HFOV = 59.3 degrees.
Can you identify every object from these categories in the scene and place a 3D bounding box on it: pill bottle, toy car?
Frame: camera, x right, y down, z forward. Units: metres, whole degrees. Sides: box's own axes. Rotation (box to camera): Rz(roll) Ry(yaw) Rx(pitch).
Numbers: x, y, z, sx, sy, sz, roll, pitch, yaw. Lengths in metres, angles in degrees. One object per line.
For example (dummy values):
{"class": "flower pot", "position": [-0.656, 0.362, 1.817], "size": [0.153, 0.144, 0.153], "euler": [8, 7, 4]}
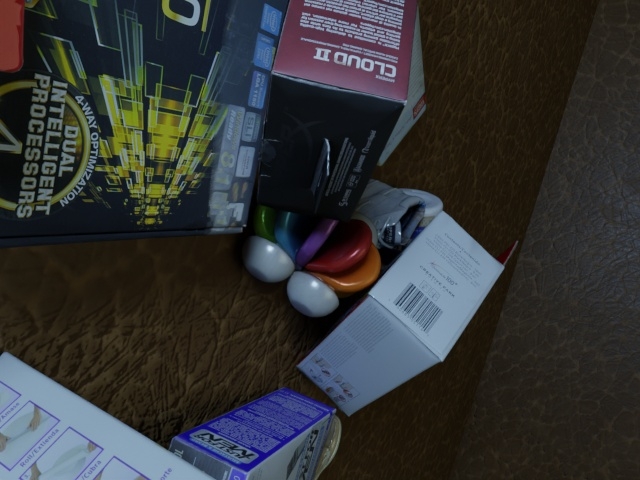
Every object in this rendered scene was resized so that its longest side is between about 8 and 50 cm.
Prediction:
{"class": "pill bottle", "position": [0.159, 0.007, 1.053], "size": [0.112, 0.112, 0.186], "euler": [-29, 131, -50]}
{"class": "toy car", "position": [0.000, 0.000, 0.728], "size": [0.182, 0.136, 0.159], "euler": [40, 66, -11]}

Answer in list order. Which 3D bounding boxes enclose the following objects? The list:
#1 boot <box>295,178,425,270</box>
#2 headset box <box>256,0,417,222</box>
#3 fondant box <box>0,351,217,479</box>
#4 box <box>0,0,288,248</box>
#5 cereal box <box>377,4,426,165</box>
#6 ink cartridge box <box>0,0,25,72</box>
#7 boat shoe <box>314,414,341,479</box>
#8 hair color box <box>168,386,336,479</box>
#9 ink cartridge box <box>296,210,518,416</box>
{"class": "boot", "position": [0.067, -0.022, 0.875], "size": [0.258, 0.123, 0.095], "euler": [-40, 137, -42]}
{"class": "headset box", "position": [0.014, -0.172, 0.554], "size": [0.218, 0.110, 0.293], "euler": [111, -11, -64]}
{"class": "fondant box", "position": [-0.146, 0.249, 0.466], "size": [0.096, 0.330, 0.238], "euler": [-51, 144, -36]}
{"class": "box", "position": [-0.154, -0.197, 0.447], "size": [0.318, 0.097, 0.394], "euler": [-5, 110, -61]}
{"class": "cereal box", "position": [0.102, -0.262, 0.880], "size": [0.173, 0.047, 0.240], "euler": [-51, 145, -31]}
{"class": "ink cartridge box", "position": [-0.229, -0.144, 0.219], "size": [0.231, 0.078, 0.134], "euler": [-4, 110, -43]}
{"class": "boat shoe", "position": [-0.016, 0.395, 1.027], "size": [0.170, 0.063, 0.059], "euler": [-62, 155, -14]}
{"class": "hair color box", "position": [-0.094, 0.328, 0.760], "size": [0.339, 0.110, 0.185], "euler": [14, 94, -70]}
{"class": "ink cartridge box", "position": [0.132, 0.107, 0.897], "size": [0.272, 0.130, 0.309], "euler": [-43, 173, -36]}
